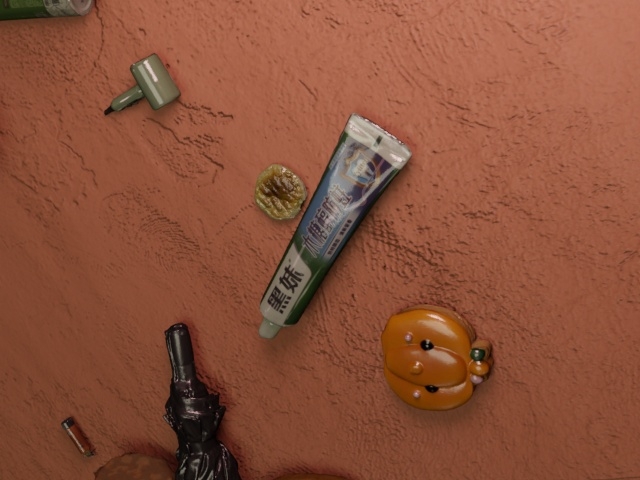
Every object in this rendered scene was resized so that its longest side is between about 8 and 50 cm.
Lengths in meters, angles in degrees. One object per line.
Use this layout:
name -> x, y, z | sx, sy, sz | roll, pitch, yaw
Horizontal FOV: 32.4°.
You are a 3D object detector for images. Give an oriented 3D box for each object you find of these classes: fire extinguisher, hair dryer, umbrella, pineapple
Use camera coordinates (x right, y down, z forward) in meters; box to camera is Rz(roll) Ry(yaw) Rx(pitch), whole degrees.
fire extinguisher -> -0.426, 0.351, 1.950 | 0.028, 0.022, 0.083 | -31, 101, 3
hair dryer -> -0.268, -0.210, 1.583 | 0.150, 0.047, 0.071 | -21, 103, 43
umbrella -> -0.202, 0.295, 1.777 | 0.118, 0.118, 0.340 | -1, 108, 26
pineapple -> -0.325, 0.529, 1.927 | 0.169, 0.169, 0.340 | 20, 130, 16

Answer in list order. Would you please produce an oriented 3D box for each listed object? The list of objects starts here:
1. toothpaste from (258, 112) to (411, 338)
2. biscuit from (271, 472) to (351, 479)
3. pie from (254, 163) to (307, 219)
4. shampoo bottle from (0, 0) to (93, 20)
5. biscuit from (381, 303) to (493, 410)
toothpaste -> 0.000, 0.000, 1.542 | 0.098, 0.061, 0.392 | 35, 123, 8
biscuit -> 0.012, 0.562, 1.775 | 0.350, 0.070, 0.394 | -18, 100, 18
pie -> -0.058, -0.068, 1.560 | 0.084, 0.020, 0.084 | 11, 118, 20
shampoo bottle -> -0.424, -0.343, 1.567 | 0.204, 0.065, 0.065 | 2, 116, 25
biscuit -> 0.162, 0.173, 1.560 | 0.170, 0.050, 0.170 | 11, 120, 20
